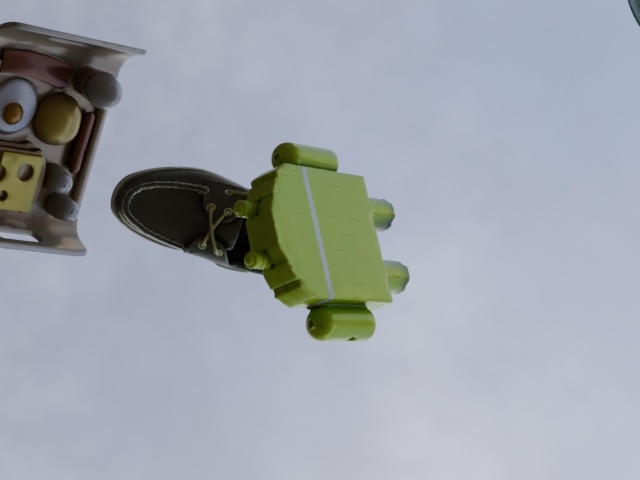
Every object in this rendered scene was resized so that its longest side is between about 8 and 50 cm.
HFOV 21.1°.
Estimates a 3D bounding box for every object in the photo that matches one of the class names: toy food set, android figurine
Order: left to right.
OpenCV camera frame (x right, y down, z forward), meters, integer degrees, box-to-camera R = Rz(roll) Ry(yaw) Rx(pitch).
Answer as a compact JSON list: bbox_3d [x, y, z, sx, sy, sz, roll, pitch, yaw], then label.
[{"bbox_3d":[-0.365,-0.132,2.316,0.092,0.220,0.306,28,-75,44],"label":"toy food set"},{"bbox_3d":[0.000,0.000,2.047,0.056,0.273,0.248,-23,-106,36],"label":"android figurine"}]

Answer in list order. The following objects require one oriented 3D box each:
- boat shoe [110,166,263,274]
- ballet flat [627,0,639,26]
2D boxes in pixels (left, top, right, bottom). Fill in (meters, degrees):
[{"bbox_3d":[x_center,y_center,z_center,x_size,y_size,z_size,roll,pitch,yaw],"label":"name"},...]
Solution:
[{"bbox_3d":[-0.109,-0.019,2.151,0.091,0.305,0.109,-141,-113,-69],"label":"boat shoe"},{"bbox_3d":[0.280,-0.309,1.187,0.139,0.139,0.400,53,-18,45],"label":"ballet flat"}]
